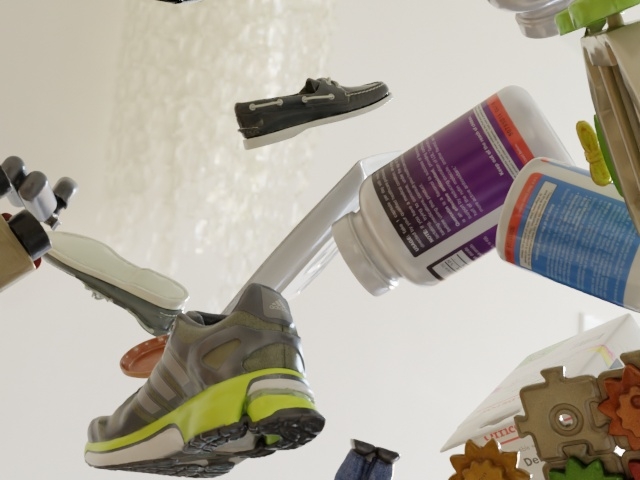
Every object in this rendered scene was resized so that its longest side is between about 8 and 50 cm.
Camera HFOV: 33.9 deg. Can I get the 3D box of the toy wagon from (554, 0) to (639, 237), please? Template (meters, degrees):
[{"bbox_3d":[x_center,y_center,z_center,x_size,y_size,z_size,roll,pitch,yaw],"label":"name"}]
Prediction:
[{"bbox_3d":[0.264,-0.071,0.852,0.068,0.267,0.344,-19,6,10],"label":"toy wagon"}]

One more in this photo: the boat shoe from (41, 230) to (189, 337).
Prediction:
[{"bbox_3d":[-0.392,0.079,1.911,0.320,0.099,0.116,24,24,13],"label":"boat shoe"}]

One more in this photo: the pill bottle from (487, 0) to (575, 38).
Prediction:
[{"bbox_3d":[0.242,-0.376,1.254,0.146,0.146,0.264,-4,-50,34],"label":"pill bottle"}]

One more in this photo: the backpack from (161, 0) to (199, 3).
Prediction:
[{"bbox_3d":[-0.114,-0.310,1.066,0.173,0.116,0.158,-17,0,28],"label":"backpack"}]

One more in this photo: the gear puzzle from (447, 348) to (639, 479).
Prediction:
[{"bbox_3d":[0.268,0.200,0.987,0.339,0.175,0.044,-16,4,28],"label":"gear puzzle"}]

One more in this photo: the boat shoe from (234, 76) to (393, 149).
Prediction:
[{"bbox_3d":[-0.009,-0.247,1.886,0.303,0.091,0.114,-22,12,-24],"label":"boat shoe"}]

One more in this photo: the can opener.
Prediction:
[{"bbox_3d":[-0.414,-0.082,1.561,0.076,0.095,0.283,34,-14,-2],"label":"can opener"}]

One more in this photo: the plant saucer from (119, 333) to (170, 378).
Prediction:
[{"bbox_3d":[-0.173,0.125,1.123,0.084,0.013,0.083,-12,21,5],"label":"plant saucer"}]

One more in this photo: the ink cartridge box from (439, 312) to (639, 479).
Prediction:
[{"bbox_3d":[0.344,0.248,1.529,0.207,0.119,0.353,-31,-1,38],"label":"ink cartridge box"}]

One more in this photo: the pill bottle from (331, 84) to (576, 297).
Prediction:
[{"bbox_3d":[0.181,-0.057,1.433,0.323,0.181,0.181,-32,-28,15],"label":"pill bottle"}]

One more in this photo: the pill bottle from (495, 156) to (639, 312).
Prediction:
[{"bbox_3d":[0.305,0.002,1.081,0.222,0.124,0.124,23,-7,28],"label":"pill bottle"}]

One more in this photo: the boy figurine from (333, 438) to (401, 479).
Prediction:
[{"bbox_3d":[0.048,0.505,1.910,0.177,0.285,0.092,21,-12,3],"label":"boy figurine"}]

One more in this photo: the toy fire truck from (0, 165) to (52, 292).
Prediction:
[{"bbox_3d":[-0.456,-0.018,1.254,0.217,0.158,0.246,56,-23,-7],"label":"toy fire truck"}]

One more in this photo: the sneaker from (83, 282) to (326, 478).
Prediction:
[{"bbox_3d":[-0.101,0.126,0.871,0.111,0.121,0.300,16,-28,-36],"label":"sneaker"}]

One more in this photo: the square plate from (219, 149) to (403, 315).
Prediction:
[{"bbox_3d":[0.000,0.000,1.681,0.049,0.344,0.347,44,16,6],"label":"square plate"}]
